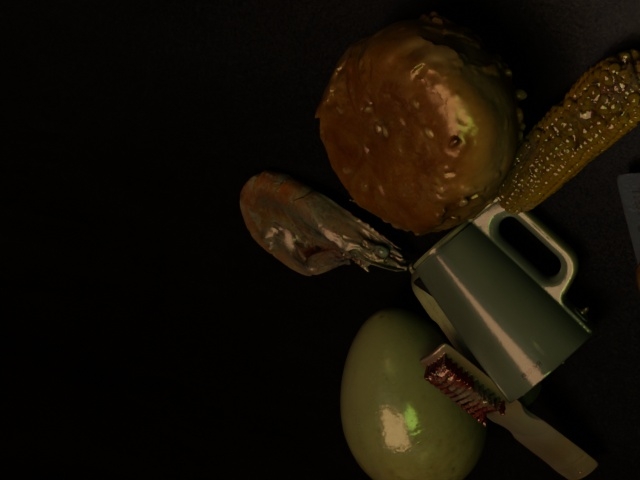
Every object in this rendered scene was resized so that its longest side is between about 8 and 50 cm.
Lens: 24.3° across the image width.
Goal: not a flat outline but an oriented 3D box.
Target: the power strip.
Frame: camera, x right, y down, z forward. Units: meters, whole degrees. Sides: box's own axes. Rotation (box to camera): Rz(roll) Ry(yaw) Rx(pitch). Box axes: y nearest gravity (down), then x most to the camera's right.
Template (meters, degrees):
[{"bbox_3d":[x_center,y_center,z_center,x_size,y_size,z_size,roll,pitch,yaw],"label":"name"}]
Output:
[{"bbox_3d":[0.228,0.141,2.201,0.048,0.080,0.286,-33,95,39],"label":"power strip"}]

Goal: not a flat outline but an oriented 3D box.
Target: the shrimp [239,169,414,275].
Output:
[{"bbox_3d":[0.000,0.000,2.287,0.317,0.062,0.164,26,136,26],"label":"shrimp"}]

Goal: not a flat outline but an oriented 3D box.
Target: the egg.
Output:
[{"bbox_3d":[0.135,0.242,2.239,0.218,0.218,0.295,-3,109,38],"label":"egg"}]

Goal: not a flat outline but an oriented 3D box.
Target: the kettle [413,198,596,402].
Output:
[{"bbox_3d":[0.268,0.071,2.088,0.210,0.160,0.243,-42,85,26],"label":"kettle"}]

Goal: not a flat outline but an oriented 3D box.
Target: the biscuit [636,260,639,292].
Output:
[{"bbox_3d":[0.499,0.034,1.911,0.183,0.047,0.320,-7,114,8],"label":"biscuit"}]

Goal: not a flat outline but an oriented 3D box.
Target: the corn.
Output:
[{"bbox_3d":[0.331,-0.140,1.923,0.097,0.097,0.320,45,136,2],"label":"corn"}]

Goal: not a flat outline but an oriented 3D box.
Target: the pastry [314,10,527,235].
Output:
[{"bbox_3d":[0.144,-0.159,1.976,0.284,0.184,0.315,58,144,6],"label":"pastry"}]

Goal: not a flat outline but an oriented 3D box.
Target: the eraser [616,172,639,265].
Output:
[{"bbox_3d":[0.456,0.003,1.965,0.082,0.036,0.225,-2,117,35],"label":"eraser"}]

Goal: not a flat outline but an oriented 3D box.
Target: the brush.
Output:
[{"bbox_3d":[0.274,0.261,2.153,0.321,0.050,0.060,38,126,-20],"label":"brush"}]
